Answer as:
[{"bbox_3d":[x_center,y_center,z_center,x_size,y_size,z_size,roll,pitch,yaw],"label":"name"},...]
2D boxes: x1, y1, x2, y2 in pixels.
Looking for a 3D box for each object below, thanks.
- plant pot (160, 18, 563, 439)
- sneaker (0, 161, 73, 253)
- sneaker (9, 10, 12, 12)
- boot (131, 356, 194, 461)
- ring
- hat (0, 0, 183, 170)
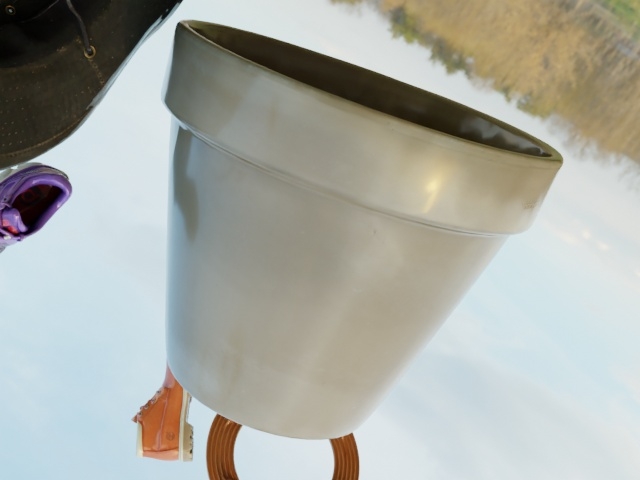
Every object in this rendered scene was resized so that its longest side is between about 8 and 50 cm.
[{"bbox_3d":[0.000,0.000,0.720,0.323,0.280,0.323,17,-164,-5],"label":"plant pot"},{"bbox_3d":[-0.288,-0.012,0.728,0.071,0.170,0.068,12,139,53],"label":"sneaker"},{"bbox_3d":[-0.302,-0.140,0.672,0.271,0.108,0.100,11,164,-40],"label":"sneaker"},{"bbox_3d":[-0.214,0.219,1.153,0.084,0.158,0.059,-1,160,-4],"label":"boot"},{"bbox_3d":[-0.069,0.441,1.734,0.336,0.032,0.336,11,-121,-19],"label":"ring"},{"bbox_3d":[-0.223,-0.220,0.572,0.134,0.331,0.331,30,-165,19],"label":"hat"}]
